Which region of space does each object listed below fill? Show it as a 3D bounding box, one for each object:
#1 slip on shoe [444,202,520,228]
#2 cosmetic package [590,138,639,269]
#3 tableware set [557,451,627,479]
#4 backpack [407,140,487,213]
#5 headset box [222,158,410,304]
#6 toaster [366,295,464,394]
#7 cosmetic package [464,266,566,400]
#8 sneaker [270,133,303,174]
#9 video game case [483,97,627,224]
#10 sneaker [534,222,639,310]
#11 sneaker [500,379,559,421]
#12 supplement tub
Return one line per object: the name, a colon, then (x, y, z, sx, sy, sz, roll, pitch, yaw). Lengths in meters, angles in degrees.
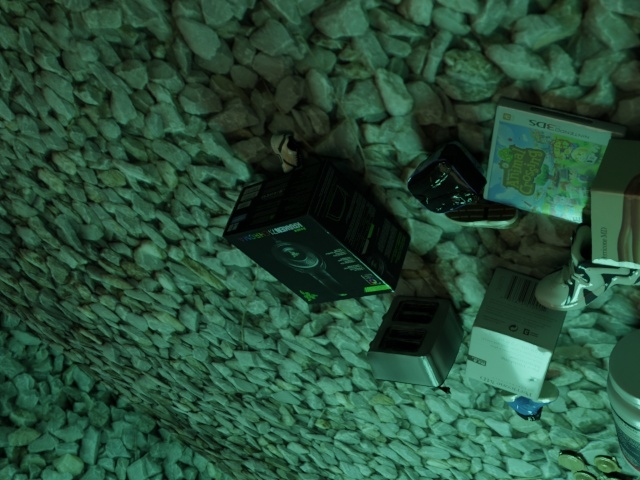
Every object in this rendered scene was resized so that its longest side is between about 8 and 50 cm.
slip on shoe: (0.286, -0.043, 1.405, 0.135, 0.051, 0.041, 1, 154, 29)
cosmetic package: (0.541, -0.037, 1.106, 0.296, 0.129, 0.153, 8, 135, 30)
tableware set: (0.655, 0.554, 1.897, 0.168, 0.020, 0.141, -4, 131, 40)
backpack: (0.214, -0.104, 1.344, 0.105, 0.084, 0.114, 46, 140, -12)
headset box: (0.000, 0.000, 1.555, 0.246, 0.131, 0.283, -12, 138, 43)
toaster: (0.204, 0.215, 1.671, 0.185, 0.168, 0.110, 2, 135, 34)
cosmetic package: (0.375, 0.179, 1.520, 0.151, 0.151, 0.184, 18, 143, 19)
sneaker: (-0.054, -0.156, 1.508, 0.043, 0.040, 0.109, -4, 133, 35)
video game case: (0.366, -0.120, 1.272, 0.193, 0.023, 0.212, 17, 143, 18)
sneaker: (0.432, 0.034, 1.326, 0.153, 0.094, 0.235, 33, 146, -30)
sneaker: (0.475, 0.355, 1.743, 0.085, 0.058, 0.152, 49, 145, -16)
supplement tub: (0.634, 0.306, 1.459, 0.191, 0.191, 0.272, 3, 137, 32)
